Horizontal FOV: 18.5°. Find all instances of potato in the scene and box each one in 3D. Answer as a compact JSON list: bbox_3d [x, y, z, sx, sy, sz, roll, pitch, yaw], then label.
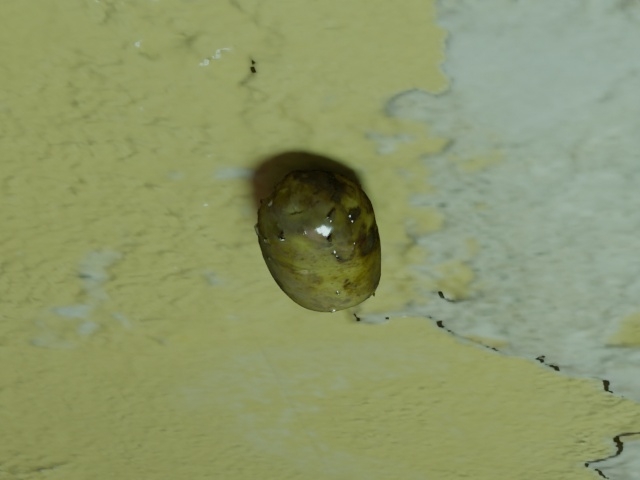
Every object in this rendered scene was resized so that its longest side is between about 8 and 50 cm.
[{"bbox_3d":[0.000,0.000,0.824,0.051,0.040,0.083,8,149,13],"label":"potato"}]
